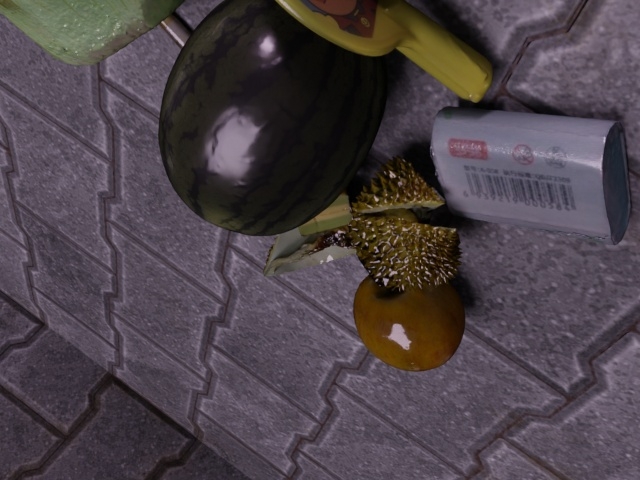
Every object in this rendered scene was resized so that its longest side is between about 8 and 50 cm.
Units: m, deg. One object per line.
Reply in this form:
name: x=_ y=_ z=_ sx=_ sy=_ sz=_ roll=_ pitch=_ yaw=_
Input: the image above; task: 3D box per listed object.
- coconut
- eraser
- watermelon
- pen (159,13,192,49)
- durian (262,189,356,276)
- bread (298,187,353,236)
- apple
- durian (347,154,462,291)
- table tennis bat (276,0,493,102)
coconut: x=-0.327 y=-0.406 z=1.061 sx=0.328 sy=0.281 sz=0.328 roll=27 pitch=149 yaw=18
eraser: x=0.264 y=-0.083 z=1.038 sx=0.227 sy=0.081 sz=0.174 roll=12 pitch=142 yaw=36
watermelon: x=-0.059 y=-0.176 z=1.058 sx=0.279 sy=0.279 sz=0.359 roll=36 pitch=114 yaw=6
pen: x=-0.193 y=-0.294 z=1.301 sx=0.233 sy=0.032 sz=0.040 roll=47 pitch=171 yaw=-9
durian: x=0.000 y=0.000 z=1.362 sx=0.252 sy=0.139 sz=0.144 roll=-11 pitch=127 yaw=51
bread: x=-0.005 y=-0.085 z=1.246 sx=0.084 sy=0.139 sz=0.074 roll=-14 pitch=137 yaw=2
apple: x=0.141 y=0.119 z=1.331 sx=0.182 sy=0.182 sz=0.155 roll=7 pitch=134 yaw=41
durian: x=0.115 y=-0.004 z=1.189 sx=0.193 sy=0.138 sz=0.237 roll=52 pitch=179 yaw=32
table tennis bat: x=0.058 y=-0.270 z=0.929 sx=0.368 sy=0.224 sz=0.054 roll=31 pitch=135 yaw=-23
